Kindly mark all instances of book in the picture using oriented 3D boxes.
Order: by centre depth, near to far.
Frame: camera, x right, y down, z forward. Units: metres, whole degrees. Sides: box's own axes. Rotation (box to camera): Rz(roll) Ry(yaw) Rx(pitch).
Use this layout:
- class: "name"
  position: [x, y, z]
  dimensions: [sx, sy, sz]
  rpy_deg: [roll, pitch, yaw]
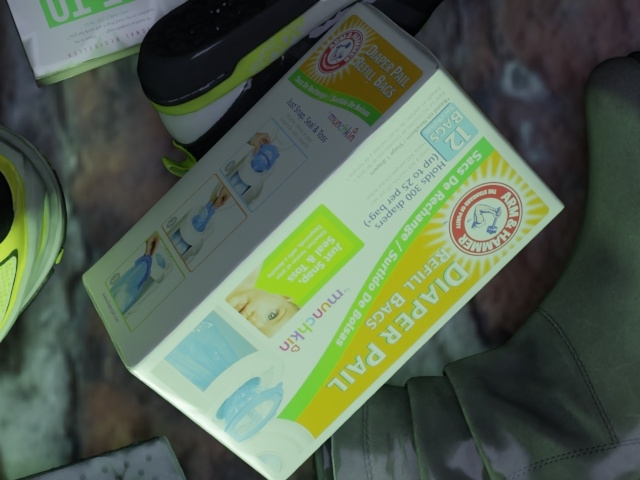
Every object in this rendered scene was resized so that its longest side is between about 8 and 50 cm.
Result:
- class: "book"
  position: [-0.132, -0.167, 0.869]
  dimensions: [0.096, 0.035, 0.144]
  rpy_deg: [-21, 89, -7]

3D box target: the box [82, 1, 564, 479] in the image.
- class: "box"
  position: [0.000, 0.000, 0.804]
  dimensions: [0.203, 0.103, 0.114]
  rpy_deg: [-45, 123, 4]

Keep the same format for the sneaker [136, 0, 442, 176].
- class: "sneaker"
  position: [0.010, -0.113, 0.865]
  dimensions: [0.234, 0.084, 0.097]
  rpy_deg: [-29, 124, -7]

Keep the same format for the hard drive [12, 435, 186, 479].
- class: "hard drive"
  position: [-0.118, 0.243, 0.848]
  dimensions: [0.172, 0.054, 0.255]
  rpy_deg: [-17, 90, -3]

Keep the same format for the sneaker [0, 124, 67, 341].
- class: "sneaker"
  position: [-0.276, 0.095, 0.796]
  dimensions: [0.145, 0.147, 0.385]
  rpy_deg: [34, 88, -4]

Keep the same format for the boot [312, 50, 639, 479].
- class: "boot"
  position: [0.098, 0.070, 0.840]
  dimensions: [0.222, 0.118, 0.338]
  rpy_deg: [-4, 82, 5]
